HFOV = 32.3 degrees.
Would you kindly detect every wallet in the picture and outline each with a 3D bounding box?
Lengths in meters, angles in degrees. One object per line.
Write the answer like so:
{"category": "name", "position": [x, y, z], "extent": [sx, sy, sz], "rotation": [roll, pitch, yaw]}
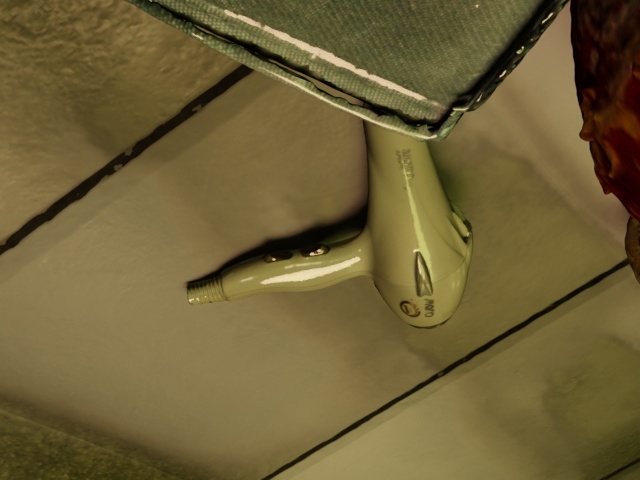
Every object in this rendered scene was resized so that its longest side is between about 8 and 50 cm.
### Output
{"category": "wallet", "position": [0.045, -0.206, 0.522], "extent": [0.237, 0.075, 0.342], "rotation": [25, 138, -10]}

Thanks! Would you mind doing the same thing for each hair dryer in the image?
{"category": "hair dryer", "position": [0.018, -0.022, 0.843], "extent": [0.224, 0.088, 0.219], "rotation": [4, 132, -9]}

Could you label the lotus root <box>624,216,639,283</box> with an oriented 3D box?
{"category": "lotus root", "position": [0.379, 0.003, 0.994], "extent": [0.241, 0.124, 0.123], "rotation": [2, 116, -29]}

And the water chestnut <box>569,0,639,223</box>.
{"category": "water chestnut", "position": [0.324, -0.115, 0.653], "extent": [0.350, 0.302, 0.350], "rotation": [-36, 153, -22]}
